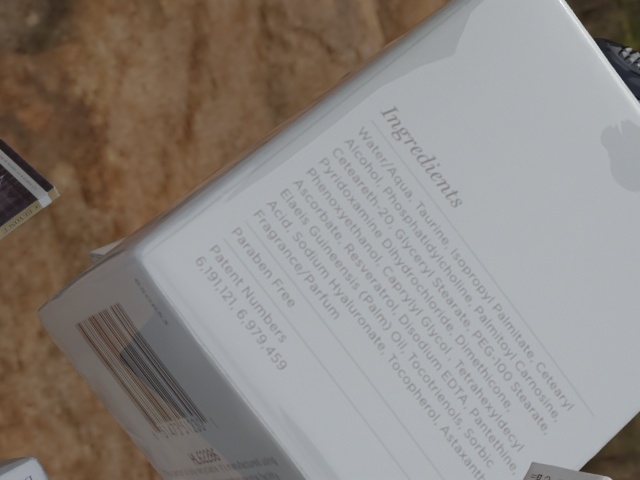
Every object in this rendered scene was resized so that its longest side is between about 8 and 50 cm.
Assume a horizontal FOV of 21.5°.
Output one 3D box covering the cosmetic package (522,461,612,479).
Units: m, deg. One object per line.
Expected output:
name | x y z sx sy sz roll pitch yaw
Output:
cosmetic package | 0.170 0.213 0.822 0.239 0.060 0.099 41 70 -26

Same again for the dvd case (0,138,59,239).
dvd case | -0.406 -0.016 1.843 0.221 0.164 0.018 -38 127 -12

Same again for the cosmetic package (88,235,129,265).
cosmetic package | 0.000 0.000 1.682 0.377 0.284 0.097 -23 104 -28

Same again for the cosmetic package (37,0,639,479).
cosmetic package | 0.054 0.046 1.327 0.394 0.329 0.327 -39 95 -22

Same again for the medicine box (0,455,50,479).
medicine box | -0.254 0.333 1.363 0.149 0.263 0.289 -26 91 -22

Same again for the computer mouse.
computer mouse | 0.313 -0.097 1.507 0.242 0.071 0.041 43 24 23
